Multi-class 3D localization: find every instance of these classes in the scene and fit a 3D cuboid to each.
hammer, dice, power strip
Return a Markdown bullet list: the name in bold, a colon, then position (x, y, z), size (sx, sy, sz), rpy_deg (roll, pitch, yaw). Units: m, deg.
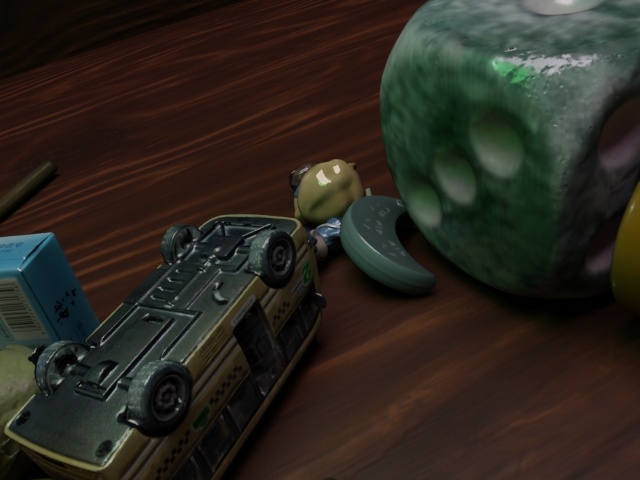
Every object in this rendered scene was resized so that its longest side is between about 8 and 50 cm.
- **hammer**: position (-0.699, -0.044, 1.296), size (0.168, 0.044, 0.440), rpy_deg (0, 36, 21)
- **dice**: position (0.296, -0.144, 0.812), size (0.330, 0.348, 0.328), rpy_deg (-27, 39, -18)
- **power strip**: position (0.095, -0.012, 0.919), size (0.137, 0.044, 0.216), rpy_deg (16, 34, -12)

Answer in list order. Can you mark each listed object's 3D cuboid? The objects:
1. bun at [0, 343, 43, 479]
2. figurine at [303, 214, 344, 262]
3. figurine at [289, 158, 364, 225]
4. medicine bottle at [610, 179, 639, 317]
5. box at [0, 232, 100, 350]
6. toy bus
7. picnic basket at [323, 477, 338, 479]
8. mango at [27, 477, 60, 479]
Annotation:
- **bun**: position (-0.403, 0.242, 0.658), size (0.287, 0.146, 0.287), rpy_deg (-37, 1, 1)
- **figurine**: position (0.000, 0.000, 0.958), size (0.149, 0.087, 0.086), rpy_deg (-31, 0, -25)
- **figurine**: position (-0.003, -0.087, 1.079), size (0.114, 0.108, 0.196), rpy_deg (-14, 15, -18)
- **medicine bottle**: position (0.461, 0.012, 0.626), size (0.238, 0.238, 0.232), rpy_deg (-32, 38, -25)
- **box**: position (-0.368, 0.109, 0.788), size (0.143, 0.232, 0.083), rpy_deg (-5, 34, 13)
- **toy bus**: position (-0.143, 0.131, 0.710), size (0.177, 0.202, 0.365), rpy_deg (5, 40, 34)
- **picnic basket**: position (0.010, 0.263, 0.478), size (0.138, 0.178, 0.128), rpy_deg (5, 39, 26)
- **mango**: position (-0.222, 0.303, 0.534), size (0.262, 0.130, 0.167), rpy_deg (12, 70, 16)
